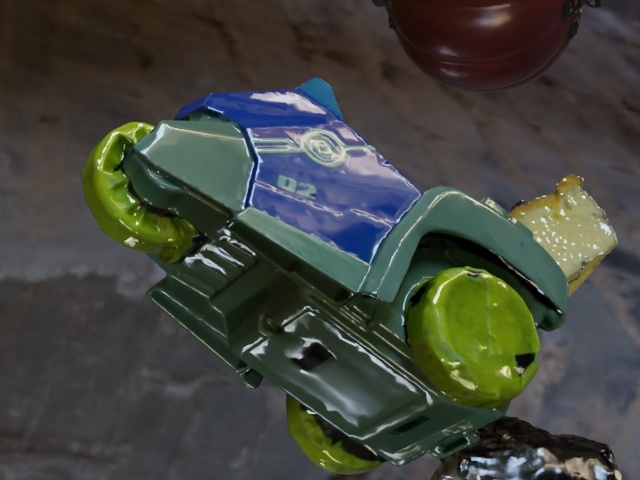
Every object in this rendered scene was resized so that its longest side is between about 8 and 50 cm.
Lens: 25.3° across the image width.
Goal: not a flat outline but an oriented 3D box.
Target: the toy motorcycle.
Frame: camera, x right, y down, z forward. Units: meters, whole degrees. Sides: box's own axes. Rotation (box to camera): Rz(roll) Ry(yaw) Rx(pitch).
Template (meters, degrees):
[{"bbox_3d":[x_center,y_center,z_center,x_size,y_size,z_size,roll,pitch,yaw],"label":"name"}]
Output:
[{"bbox_3d":[0.000,0.000,0.997,0.191,0.326,0.200,-36,19,49],"label":"toy motorcycle"}]

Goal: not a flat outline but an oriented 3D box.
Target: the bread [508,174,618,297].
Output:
[{"bbox_3d":[0.170,0.007,1.113,0.109,0.080,0.084,-50,58,25],"label":"bread"}]

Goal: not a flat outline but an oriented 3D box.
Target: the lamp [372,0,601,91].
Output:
[{"bbox_3d":[0.187,-0.316,1.611,0.303,0.257,0.303,2,-90,-76],"label":"lamp"}]

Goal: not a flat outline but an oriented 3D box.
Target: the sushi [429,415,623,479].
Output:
[{"bbox_3d":[0.142,0.320,1.161,0.211,0.171,0.350,160,120,-87],"label":"sushi"}]
